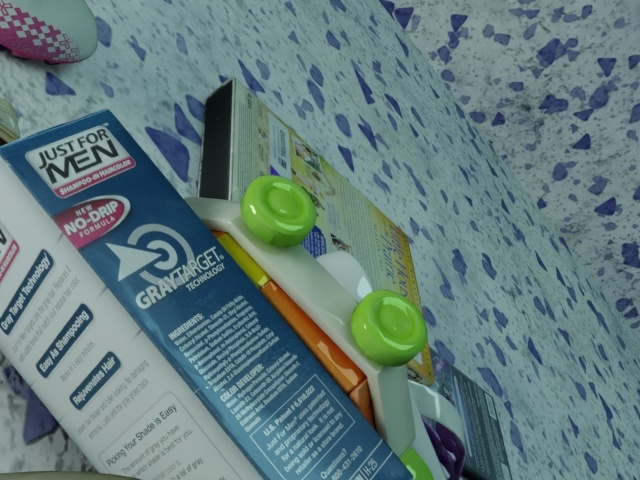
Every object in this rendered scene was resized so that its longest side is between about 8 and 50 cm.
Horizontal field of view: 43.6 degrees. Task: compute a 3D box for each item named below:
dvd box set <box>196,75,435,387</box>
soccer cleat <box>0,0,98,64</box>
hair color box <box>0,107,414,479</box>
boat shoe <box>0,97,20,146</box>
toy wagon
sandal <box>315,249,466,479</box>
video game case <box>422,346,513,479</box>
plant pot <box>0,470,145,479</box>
[{"bbox_3d":[0.000,0.000,1.118,0.420,0.062,0.307,39,31,-36],"label":"dvd box set"},{"bbox_3d":[-0.319,-0.283,0.748,0.331,0.143,0.116,29,38,-47],"label":"soccer cleat"},{"bbox_3d":[-0.114,0.095,0.586,0.347,0.174,0.105,50,42,3],"label":"hair color box"},{"bbox_3d":[-0.311,-0.097,0.650,0.170,0.063,0.059,7,50,-60],"label":"boat shoe"},{"bbox_3d":[-0.021,0.121,0.650,0.344,0.267,0.068,46,44,9],"label":"toy wagon"},{"bbox_3d":[0.108,0.196,0.896,0.416,0.102,0.169,69,-16,-14],"label":"sandal"},{"bbox_3d":[0.210,0.273,1.244,0.274,0.026,0.196,39,32,-35],"label":"video game case"},{"bbox_3d":[-0.151,0.227,0.414,0.256,0.256,0.274,61,8,5],"label":"plant pot"}]
